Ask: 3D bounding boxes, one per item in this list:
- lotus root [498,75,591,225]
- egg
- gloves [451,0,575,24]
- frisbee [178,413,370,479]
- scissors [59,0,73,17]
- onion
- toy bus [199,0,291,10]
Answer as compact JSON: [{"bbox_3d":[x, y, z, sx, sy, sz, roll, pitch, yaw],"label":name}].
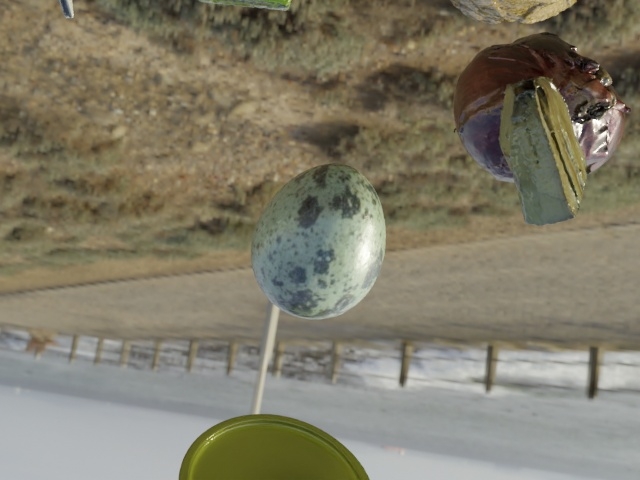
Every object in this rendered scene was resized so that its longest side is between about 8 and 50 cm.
[{"bbox_3d":[0.225,-0.099,1.000,0.070,0.144,0.143,-16,-169,28],"label":"lotus root"},{"bbox_3d":[0.000,0.000,0.946,0.132,0.132,0.172,11,126,-11],"label":"egg"},{"bbox_3d":[0.176,-0.316,0.949,0.203,0.155,0.356,52,-176,23],"label":"gloves"},{"bbox_3d":[-0.050,0.294,1.113,0.236,0.236,0.017,11,124,-8],"label":"frisbee"},{"bbox_3d":[-0.311,-0.325,1.134,0.014,0.119,0.058,15,-147,39],"label":"scissors"},{"bbox_3d":[0.337,-0.185,1.422,0.281,0.221,0.281,6,165,2],"label":"onion"},{"bbox_3d":[-0.063,-0.383,0.911,0.113,0.301,0.139,4,165,-6],"label":"toy bus"}]
